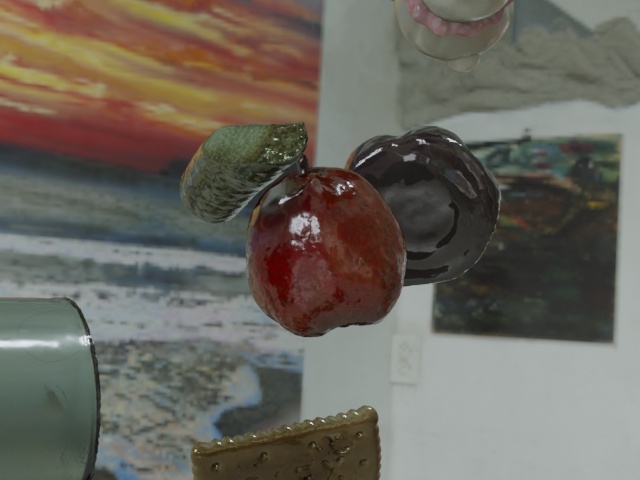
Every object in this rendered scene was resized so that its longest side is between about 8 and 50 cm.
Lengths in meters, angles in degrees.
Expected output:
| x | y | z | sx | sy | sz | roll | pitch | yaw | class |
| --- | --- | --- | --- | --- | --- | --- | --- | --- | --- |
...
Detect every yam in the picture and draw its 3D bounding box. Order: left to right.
| x | y | z | sx | sy | sz | roll | pitch | yaw | class |
| --- | --- | --- | --- | --- | --- | --- | --- | --- | --- |
| -0.104 | -0.096 | 1.366 | 0.106 | 0.106 | 0.259 | 5 | -18 | -21 | yam |

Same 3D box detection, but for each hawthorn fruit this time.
| x | y | z | sx | sy | sz | roll | pitch | yaw | class |
| --- | --- | --- | --- | --- | --- | --- | --- | --- | --- |
| 0.000 | 0.000 | 1.192 | 0.185 | 0.202 | 0.185 | -14 | 21 | 6 | hawthorn fruit |

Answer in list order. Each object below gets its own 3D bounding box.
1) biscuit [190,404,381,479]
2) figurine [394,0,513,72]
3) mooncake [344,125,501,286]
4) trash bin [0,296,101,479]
| x | y | z | sx | sy | sz | roll | pitch | yaw | class |
| --- | --- | --- | --- | --- | --- | --- | --- | --- | --- |
| -0.052 | 0.393 | 1.842 | 0.325 | 0.217 | 0.044 | -10 | 34 | -10 | biscuit |
| 0.136 | -0.270 | 1.055 | 0.127 | 0.155 | 0.235 | 1 | -9 | 1 | figurine |
| 0.139 | -0.051 | 1.583 | 0.245 | 0.244 | 0.133 | 3 | 13 | 3 | mooncake |
| -0.367 | 0.160 | 1.014 | 0.263 | 0.277 | 0.217 | 2 | 20 | -33 | trash bin |
